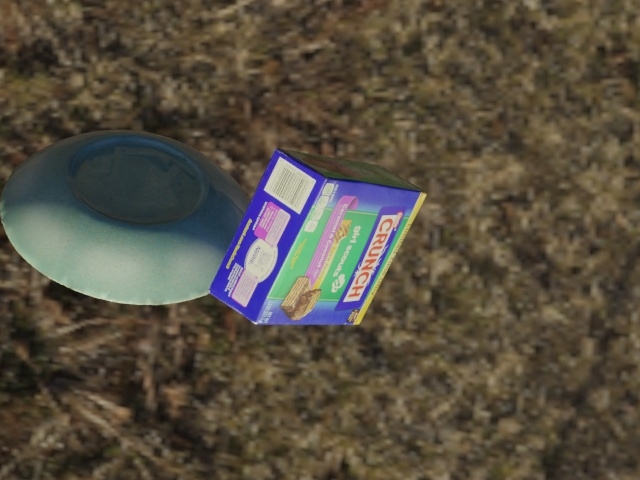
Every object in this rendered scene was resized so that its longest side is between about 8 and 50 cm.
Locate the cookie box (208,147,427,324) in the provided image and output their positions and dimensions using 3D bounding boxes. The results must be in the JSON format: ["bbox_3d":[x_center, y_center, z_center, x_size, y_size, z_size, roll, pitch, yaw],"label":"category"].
[{"bbox_3d":[0.000,0.000,0.928,0.107,0.040,0.092,4,116,-57],"label":"cookie box"}]

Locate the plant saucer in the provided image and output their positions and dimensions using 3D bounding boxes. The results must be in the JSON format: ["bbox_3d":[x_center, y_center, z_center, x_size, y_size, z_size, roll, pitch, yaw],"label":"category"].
[{"bbox_3d":[-0.138,-0.032,1.237,0.195,0.195,0.037,-27,144,-40],"label":"plant saucer"}]
